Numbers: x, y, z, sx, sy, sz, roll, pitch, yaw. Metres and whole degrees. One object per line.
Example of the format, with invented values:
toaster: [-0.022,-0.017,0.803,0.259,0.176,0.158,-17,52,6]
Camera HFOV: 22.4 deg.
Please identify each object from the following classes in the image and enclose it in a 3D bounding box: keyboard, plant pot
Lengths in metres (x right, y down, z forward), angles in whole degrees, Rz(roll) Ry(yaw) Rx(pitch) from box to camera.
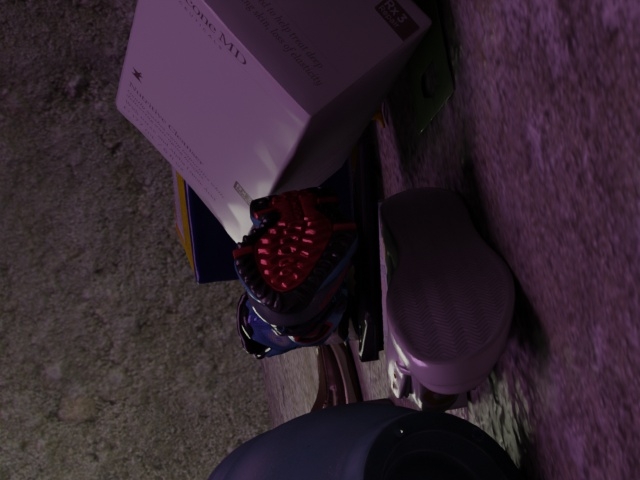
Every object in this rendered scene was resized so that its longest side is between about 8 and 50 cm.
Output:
keyboard: [0.041,0.012,1.375,0.108,0.023,0.180,97,173,-61]
plant pot: [0.060,0.259,1.365,0.196,0.293,0.293,-42,52,48]

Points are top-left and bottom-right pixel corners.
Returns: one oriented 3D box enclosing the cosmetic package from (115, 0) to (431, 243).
cosmetic package: [-0.059,-0.165,1.524,0.217,0.156,0.385,48,161,7]

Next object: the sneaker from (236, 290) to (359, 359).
sneaker: [-0.032,0.080,2.076,0.330,0.147,0.130,12,-111,-81]

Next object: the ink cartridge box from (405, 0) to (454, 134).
ink cartridge box: [0.064,-0.227,1.497,0.171,0.056,0.235,126,137,-78]

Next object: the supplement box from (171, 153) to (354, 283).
supplement box: [-0.079,-0.086,1.969,0.356,0.195,0.194,-130,34,-76]

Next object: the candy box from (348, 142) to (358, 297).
candy box: [0.040,-0.030,1.979,0.105,0.027,0.206,-130,32,-82]

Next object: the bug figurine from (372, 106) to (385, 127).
bug figurine: [-0.003,-0.248,1.693,0.216,0.072,0.279,-100,-7,-48]

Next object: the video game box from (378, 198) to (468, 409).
video game box: [0.093,0.058,1.613,0.187,0.048,0.205,-158,59,-83]

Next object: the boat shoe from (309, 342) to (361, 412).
boat shoe: [0.012,0.261,2.250,0.095,0.095,0.257,99,161,-66]

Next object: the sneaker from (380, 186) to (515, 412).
sneaker: [0.108,0.088,1.367,0.292,0.108,0.169,-92,-4,-64]

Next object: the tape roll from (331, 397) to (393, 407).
tape roll: [0.065,0.307,2.000,0.219,0.072,0.219,172,90,-82]

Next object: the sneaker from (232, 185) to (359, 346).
sneaker: [-0.007,0.037,1.394,0.262,0.104,0.125,-80,-23,-74]
